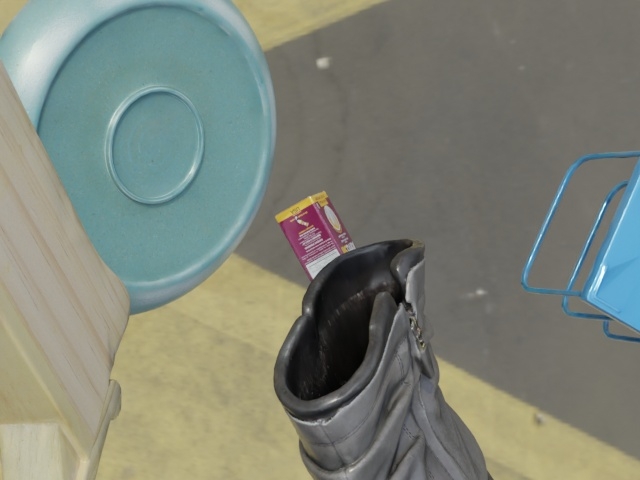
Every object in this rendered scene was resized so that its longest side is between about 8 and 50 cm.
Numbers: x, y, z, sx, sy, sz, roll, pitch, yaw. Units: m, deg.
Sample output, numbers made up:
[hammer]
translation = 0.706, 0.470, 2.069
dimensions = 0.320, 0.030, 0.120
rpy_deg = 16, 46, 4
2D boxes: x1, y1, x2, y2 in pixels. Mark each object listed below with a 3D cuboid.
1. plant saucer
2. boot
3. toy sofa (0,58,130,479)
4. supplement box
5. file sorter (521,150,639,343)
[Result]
[plant saucer]
translation = -0.151, -0.084, 1.268
dimensions = 0.318, 0.044, 0.317
rpy_deg = -13, 109, -41
[boot]
translation = 0.024, 0.163, 0.778
dimensions = 0.338, 0.118, 0.222
rpy_deg = -83, 158, -57
[toy sofa]
translation = -0.240, 0.008, 0.833
dimensions = 0.362, 0.150, 0.177
rpy_deg = 71, 20, -47
[supplement box]
translation = 0.000, 0.000, 1.405
dimensions = 0.083, 0.043, 0.055
rpy_deg = 61, 16, 0
[file sorter]
translation = 0.245, 0.024, 1.039
dimensions = 0.170, 0.104, 0.118
rpy_deg = 29, 79, -22
